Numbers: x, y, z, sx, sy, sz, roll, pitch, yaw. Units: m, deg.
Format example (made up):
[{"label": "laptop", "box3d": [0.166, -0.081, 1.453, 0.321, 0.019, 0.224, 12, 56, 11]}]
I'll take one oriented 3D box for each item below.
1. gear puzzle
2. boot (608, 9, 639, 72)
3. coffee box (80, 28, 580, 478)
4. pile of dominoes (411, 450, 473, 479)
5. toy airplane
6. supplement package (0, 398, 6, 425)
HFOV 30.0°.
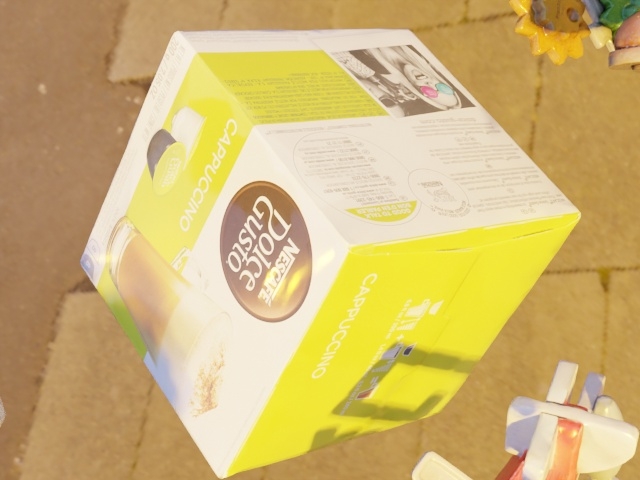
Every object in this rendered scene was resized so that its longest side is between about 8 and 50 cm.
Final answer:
[{"label": "gear puzzle", "box3d": [0.293, -0.261, 1.104, 0.175, 0.339, 0.044, 61, 149, -2]}, {"label": "boot", "box3d": [0.296, -0.235, 0.822, 0.109, 0.284, 0.220, 17, 121, 60]}, {"label": "coffee box", "box3d": [0.000, 0.000, 1.307, 0.334, 0.338, 0.337, 52, 131, 30]}, {"label": "pile of dominoes", "box3d": [0.131, 0.321, 0.982, 0.251, 0.040, 0.196, 36, 83, -3]}, {"label": "toy airplane", "box3d": [0.296, 0.342, 1.465, 0.272, 0.384, 0.386, 30, 86, 5]}, {"label": "supplement package", "box3d": [-0.335, 0.102, 0.808, 0.149, 0.194, 0.203, -11, 21, 5]}]
